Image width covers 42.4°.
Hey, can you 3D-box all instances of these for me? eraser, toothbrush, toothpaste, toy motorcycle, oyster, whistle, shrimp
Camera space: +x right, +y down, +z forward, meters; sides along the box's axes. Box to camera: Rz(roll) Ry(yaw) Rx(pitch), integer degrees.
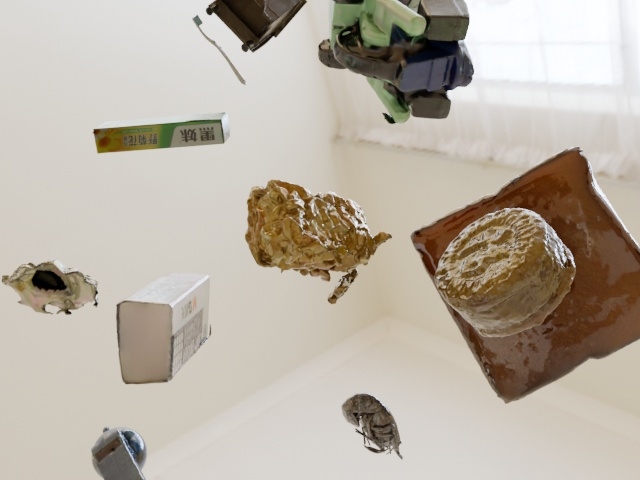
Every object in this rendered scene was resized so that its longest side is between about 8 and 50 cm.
[{"bbox_3d":[-0.247,0.134,1.341,0.086,0.131,0.287,1,-175,4],"label":"eraser"},{"bbox_3d":[-0.155,-0.291,1.267,0.013,0.131,0.011,-36,-179,23],"label":"toothbrush"},{"bbox_3d":[-0.214,-0.145,1.113,0.178,0.037,0.043,-3,-161,6],"label":"toothpaste"},{"bbox_3d":[0.091,-0.272,0.966,0.196,0.125,0.331,-2,-139,-9],"label":"toy motorcycle"},{"bbox_3d":[-0.435,0.067,1.356,0.209,0.132,0.072,-28,-145,47],"label":"oyster"},{"bbox_3d":[-0.295,0.334,1.234,0.090,0.090,0.158,-22,-137,-22],"label":"whistle"},{"bbox_3d":[0.088,0.293,1.268,0.065,0.165,0.056,-35,-155,-10],"label":"shrimp"}]

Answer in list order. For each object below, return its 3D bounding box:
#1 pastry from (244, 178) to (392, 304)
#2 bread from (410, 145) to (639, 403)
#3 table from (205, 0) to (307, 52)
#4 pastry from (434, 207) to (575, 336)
[{"bbox_3d":[0.000,0.000,1.219,0.102,0.154,0.249,-32,150,32],"label":"pastry"},{"bbox_3d":[0.368,0.055,1.385,0.323,0.333,0.143,-32,169,14],"label":"bread"},{"bbox_3d":[-0.081,-0.280,0.987,0.070,0.083,0.082,-37,-169,43],"label":"table"},{"bbox_3d":[0.253,0.042,1.147,0.188,0.103,0.189,-34,-153,20],"label":"pastry"}]
